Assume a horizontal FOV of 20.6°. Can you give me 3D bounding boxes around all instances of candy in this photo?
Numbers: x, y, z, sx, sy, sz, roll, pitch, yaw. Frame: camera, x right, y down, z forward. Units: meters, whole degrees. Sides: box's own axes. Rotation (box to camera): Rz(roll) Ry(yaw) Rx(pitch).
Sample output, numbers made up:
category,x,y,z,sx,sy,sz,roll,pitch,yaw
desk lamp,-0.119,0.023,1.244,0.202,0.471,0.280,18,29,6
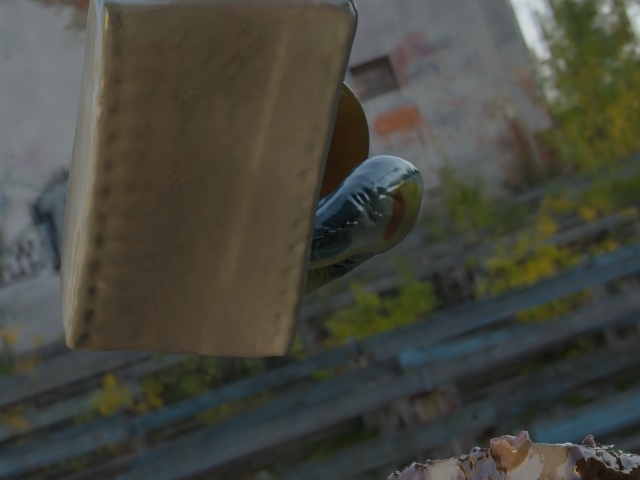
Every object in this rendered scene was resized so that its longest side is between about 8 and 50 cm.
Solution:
category,x,y,z,sx,sy,sz,roll,pitch,yaw
candy,-0.105,-0.074,1.493,0.208,0.359,0.145,2,32,-14

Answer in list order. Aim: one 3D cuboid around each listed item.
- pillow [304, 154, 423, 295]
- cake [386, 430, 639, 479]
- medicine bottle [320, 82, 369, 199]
category,x,y,z,sx,sy,sz,roll,pitch,yaw
pillow,0.000,0.000,1.708,0.214,0.086,0.233,-30,-2,-43
cake,0.216,0.318,1.487,0.255,0.282,0.290,11,-16,-23
medicine bottle,-0.092,-0.141,2.139,0.238,0.238,0.232,-17,33,-18
